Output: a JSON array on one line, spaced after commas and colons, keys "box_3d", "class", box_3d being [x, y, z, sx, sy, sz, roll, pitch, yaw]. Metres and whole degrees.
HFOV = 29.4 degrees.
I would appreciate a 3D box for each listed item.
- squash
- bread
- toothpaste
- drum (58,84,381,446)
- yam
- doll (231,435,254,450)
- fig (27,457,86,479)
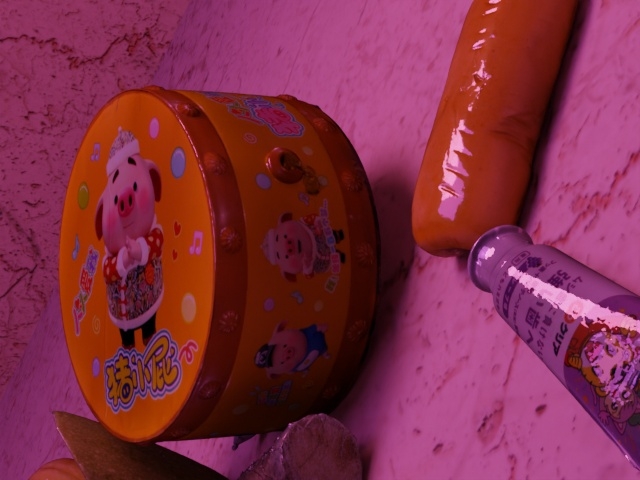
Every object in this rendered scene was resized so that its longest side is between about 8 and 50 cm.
[{"box_3d": [-0.253, 0.342, 1.552, 0.189, 0.261, 0.189, -49, 28, 38], "class": "squash"}, {"box_3d": [0.167, -0.130, 1.221, 0.142, 0.091, 0.305, -7, 63, 62], "class": "bread"}, {"box_3d": [0.207, 0.071, 0.939, 0.114, 0.073, 0.299, -64, 28, 12], "class": "toothpaste"}, {"box_3d": [-0.136, 0.031, 1.439, 0.431, 0.214, 0.430, -3, 87, 54], "class": "drum"}, {"box_3d": [-0.029, 0.261, 1.286, 0.183, 0.107, 0.107, -47, 28, 49], "class": "yam"}, {"box_3d": [-0.083, 0.220, 1.569, 0.057, 0.039, 0.114, 19, 77, 43], "class": "doll"}, {"box_3d": [-0.423, 0.429, 2.075, 0.160, 0.143, 0.230, -36, -10, -46], "class": "fig"}]
